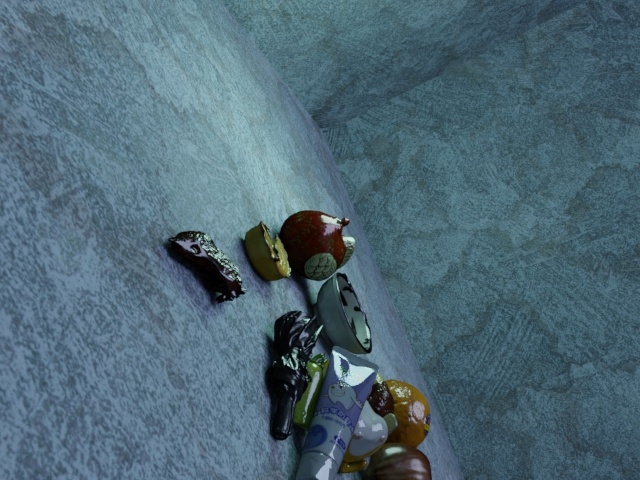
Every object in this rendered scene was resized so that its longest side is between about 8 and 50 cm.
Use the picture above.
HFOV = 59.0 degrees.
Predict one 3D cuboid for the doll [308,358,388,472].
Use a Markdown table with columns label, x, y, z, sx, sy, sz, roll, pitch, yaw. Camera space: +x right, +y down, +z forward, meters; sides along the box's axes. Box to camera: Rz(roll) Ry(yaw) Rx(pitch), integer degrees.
| label | x | y | z | sx | sy | sz | roll | pitch | yaw |
| --- | --- | --- | --- | --- | --- | --- | --- | --- | --- |
| doll | 0.065 | 0.413 | 1.405 | 0.167 | 0.162 | 0.269 | 29 | 38 | -37 |

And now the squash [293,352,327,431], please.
| label | x | y | z | sx | sy | sz | roll | pitch | yaw |
| --- | --- | --- | --- | --- | --- | --- | --- | --- | --- |
| squash | -0.032 | 0.347 | 1.325 | 0.090 | 0.075 | 0.200 | 39 | 45 | -25 |

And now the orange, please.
| label | x | y | z | sx | sy | sz | roll | pitch | yaw |
| --- | --- | --- | --- | --- | --- | --- | --- | --- | --- |
| orange | 0.225 | 0.534 | 1.714 | 0.193 | 0.220 | 0.219 | 59 | 11 | -61 |

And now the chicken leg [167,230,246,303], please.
| label | x | y | z | sx | sy | sz | roll | pitch | yaw |
| --- | --- | --- | --- | --- | --- | --- | --- | --- | --- |
| chicken leg | -0.221 | 0.049 | 1.133 | 0.233 | 0.063 | 0.105 | 55 | 11 | -33 |

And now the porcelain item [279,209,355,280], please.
| label | x | y | z | sx | sy | sz | roll | pitch | yaw |
| --- | --- | --- | --- | --- | --- | --- | --- | --- | --- |
| porcelain item | 0.000 | 0.000 | 1.785 | 0.252 | 0.253 | 0.253 | 60 | 13 | -23 |

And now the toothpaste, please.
| label | x | y | z | sx | sy | sz | roll | pitch | yaw |
| --- | --- | --- | --- | --- | --- | --- | --- | --- | --- |
| toothpaste | 0.034 | 0.387 | 1.258 | 0.125 | 0.079 | 0.371 | 25 | 36 | 4 |

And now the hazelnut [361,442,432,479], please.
| label | x | y | z | sx | sy | sz | roll | pitch | yaw |
| --- | --- | --- | --- | --- | --- | --- | --- | --- | --- |
| hazelnut | 0.201 | 0.652 | 1.511 | 0.186 | 0.210 | 0.210 | 92 | -17 | -58 |

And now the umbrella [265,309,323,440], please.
| label | x | y | z | sx | sy | sz | roll | pitch | yaw |
| --- | --- | --- | --- | --- | --- | --- | --- | --- | --- |
| umbrella | -0.064 | 0.290 | 1.260 | 0.118 | 0.118 | 0.340 | 58 | 23 | -32 |

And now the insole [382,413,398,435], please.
| label | x | y | z | sx | sy | sz | roll | pitch | yaw |
| --- | --- | --- | --- | --- | --- | --- | --- | --- | --- |
| insole | 0.124 | 0.501 | 1.425 | 0.010 | 0.192 | 0.063 | 23 | 31 | -38 |

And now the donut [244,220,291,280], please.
| label | x | y | z | sx | sy | sz | roll | pitch | yaw |
| --- | --- | --- | --- | --- | --- | --- | --- | --- | --- |
| donut | -0.137 | 0.041 | 1.492 | 0.181 | 0.078 | 0.146 | 52 | 17 | -69 |

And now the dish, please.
| label | x | y | z | sx | sy | sz | roll | pitch | yaw |
| --- | --- | --- | --- | --- | --- | --- | --- | --- | --- |
| dish | 0.059 | 0.245 | 1.804 | 0.303 | 0.120 | 0.302 | -23 | 90 | -79 |

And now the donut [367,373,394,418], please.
| label | x | y | z | sx | sy | sz | roll | pitch | yaw |
| --- | --- | --- | --- | --- | --- | --- | --- | --- | --- |
| donut | 0.133 | 0.439 | 1.632 | 0.085 | 0.141 | 0.217 | 77 | -13 | -44 |
